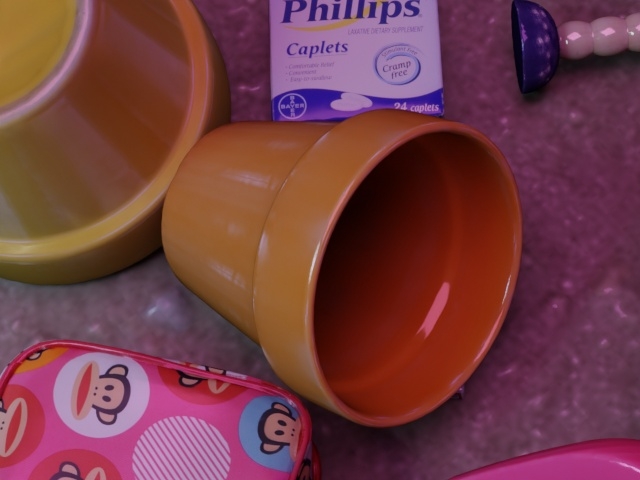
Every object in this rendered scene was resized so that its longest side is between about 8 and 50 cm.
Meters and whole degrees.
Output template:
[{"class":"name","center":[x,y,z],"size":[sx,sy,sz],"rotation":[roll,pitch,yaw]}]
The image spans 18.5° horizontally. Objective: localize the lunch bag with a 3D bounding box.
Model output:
[{"class":"lunch bag","center":[-0.149,0.216,1.286],"size":[0.258,0.120,0.293],"rotation":[12,69,8]}]

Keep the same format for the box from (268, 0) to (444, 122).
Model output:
[{"class":"box","center":[0.025,-0.133,1.452],"size":[0.126,0.072,0.137],"rotation":[-3,66,1]}]

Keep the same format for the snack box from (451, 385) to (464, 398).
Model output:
[{"class":"snack box","center":[0.076,0.025,1.409],"size":[0.064,0.022,0.178],"rotation":[3,67,6]}]

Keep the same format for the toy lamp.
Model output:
[{"class":"toy lamp","center":[0.280,-0.161,1.449],"size":[0.274,0.080,0.080],"rotation":[-5,67,0]}]

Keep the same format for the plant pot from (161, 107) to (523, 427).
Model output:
[{"class":"plant pot","center":[0.000,0.000,1.326],"size":[0.188,0.205,0.205],"rotation":[20,66,42]}]

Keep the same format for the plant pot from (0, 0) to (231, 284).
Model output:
[{"class":"plant pot","center":[-0.205,-0.117,1.346],"size":[0.254,0.239,0.254],"rotation":[-2,75,8]}]

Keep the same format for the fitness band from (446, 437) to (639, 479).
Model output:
[{"class":"fitness band","center":[0.150,0.233,1.207],"size":[0.054,0.291,0.209],"rotation":[-13,83,-47]}]
